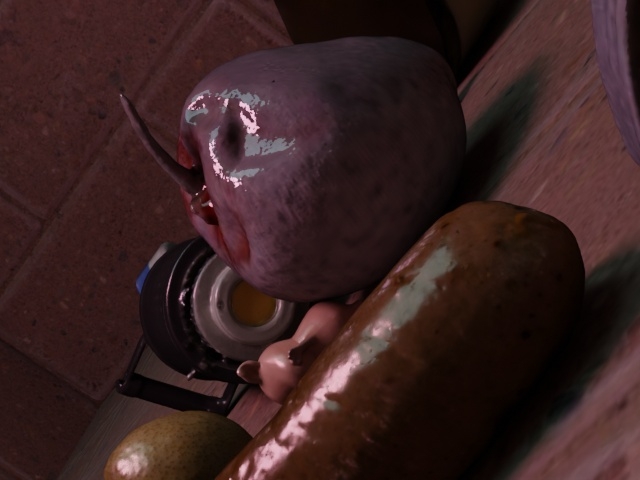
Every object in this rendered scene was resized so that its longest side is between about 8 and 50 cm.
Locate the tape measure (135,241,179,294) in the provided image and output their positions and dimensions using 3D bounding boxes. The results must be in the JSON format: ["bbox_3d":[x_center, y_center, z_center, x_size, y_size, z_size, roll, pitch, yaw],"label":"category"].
[{"bbox_3d":[-0.198,0.111,1.717,0.098,0.215,0.351,-54,9,6],"label":"tape measure"}]

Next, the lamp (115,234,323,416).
[{"bbox_3d":[-0.125,0.096,1.392,0.272,0.205,0.374,-133,64,-73],"label":"lamp"}]

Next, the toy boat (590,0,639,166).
[{"bbox_3d":[0.236,-0.149,0.535,0.293,0.111,0.276,-167,75,-77],"label":"toy boat"}]

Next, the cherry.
[{"bbox_3d":[0.000,-0.085,1.159,0.335,0.291,0.326,-18,13,9],"label":"cherry"}]

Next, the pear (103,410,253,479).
[{"bbox_3d":[-0.126,0.239,1.010,0.167,0.137,0.167,2,-90,-81],"label":"pear"}]

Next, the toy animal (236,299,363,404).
[{"bbox_3d":[-0.010,0.118,1.118,0.150,0.083,0.089,-38,27,-9],"label":"toy animal"}]

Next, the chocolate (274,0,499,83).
[{"bbox_3d":[0.126,-0.414,1.688,0.314,0.326,0.297,16,64,34],"label":"chocolate"}]

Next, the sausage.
[{"bbox_3d":[-0.007,0.176,0.712,0.501,0.123,0.136,-52,6,15],"label":"sausage"}]
